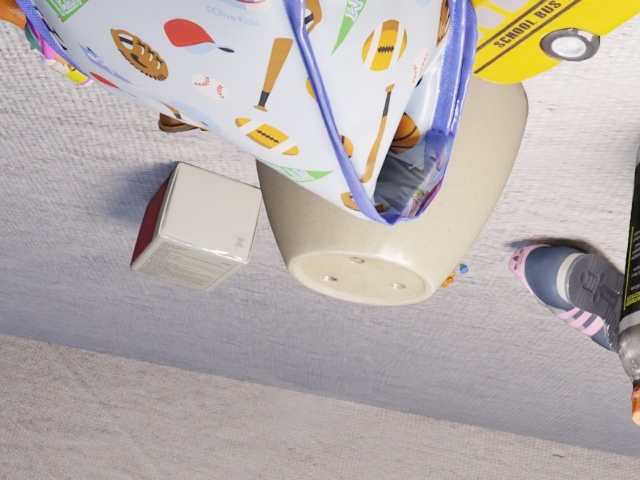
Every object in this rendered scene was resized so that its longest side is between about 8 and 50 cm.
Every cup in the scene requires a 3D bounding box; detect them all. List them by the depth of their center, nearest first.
[{"bbox_3d":[0.065,-0.063,1.172,0.331,0.237,0.331,8,158,3],"label":"cup"}]

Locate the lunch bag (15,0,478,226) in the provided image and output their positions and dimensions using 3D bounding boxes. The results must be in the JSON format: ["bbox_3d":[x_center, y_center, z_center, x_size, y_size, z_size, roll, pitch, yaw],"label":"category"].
[{"bbox_3d":[-0.056,-0.190,0.822,0.327,0.239,0.385,26,159,24],"label":"lunch bag"}]

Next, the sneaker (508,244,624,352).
[{"bbox_3d":[0.413,0.084,1.621,0.131,0.112,0.319,18,165,40],"label":"sneaker"}]

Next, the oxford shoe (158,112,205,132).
[{"bbox_3d":[-0.153,-0.178,1.274,0.076,0.076,0.212,-24,-167,-28],"label":"oxford shoe"}]

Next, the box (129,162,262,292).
[{"bbox_3d":[-0.204,-0.015,1.640,0.148,0.127,0.232,19,159,-17],"label":"box"}]

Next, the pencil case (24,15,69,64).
[{"bbox_3d":[-0.270,-0.269,1.029,0.104,0.104,0.236,12,161,-1],"label":"pencil case"}]

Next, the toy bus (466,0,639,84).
[{"bbox_3d":[0.212,-0.241,0.810,0.130,0.108,0.332,20,159,-17],"label":"toy bus"}]

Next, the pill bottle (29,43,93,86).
[{"bbox_3d":[-0.314,-0.227,1.247,0.043,0.043,0.083,-8,152,44],"label":"pill bottle"}]

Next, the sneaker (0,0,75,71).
[{"bbox_3d":[-0.299,-0.238,1.175,0.175,0.067,0.064,20,160,-18],"label":"sneaker"}]

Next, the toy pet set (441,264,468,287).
[{"bbox_3d":[0.166,0.040,1.708,0.114,0.065,0.122,-38,140,20],"label":"toy pet set"}]

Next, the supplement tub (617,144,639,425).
[{"bbox_3d":[0.438,0.041,1.103,0.207,0.338,0.207,11,161,4],"label":"supplement tub"}]
